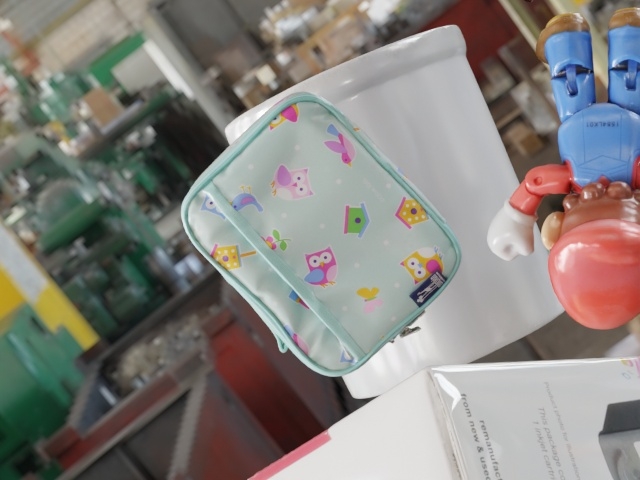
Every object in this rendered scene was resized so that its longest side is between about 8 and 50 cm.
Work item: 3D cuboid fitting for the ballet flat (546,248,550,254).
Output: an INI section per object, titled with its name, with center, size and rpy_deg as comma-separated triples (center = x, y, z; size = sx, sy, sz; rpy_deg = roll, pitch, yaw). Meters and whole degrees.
[ballet flat]
center = 0.304, 0.022, 2.119
size = 0.114, 0.041, 0.041
rpy_deg = 18, 49, 39

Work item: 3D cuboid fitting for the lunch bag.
[lunch bag]
center = 0.000, 0.000, 1.546
size = 0.224, 0.279, 0.108
rpy_deg = -43, 6, -1

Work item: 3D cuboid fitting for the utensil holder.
[utensil holder]
center = 0.100, -0.032, 1.852
size = 0.328, 0.385, 0.327
rpy_deg = -23, 0, 0

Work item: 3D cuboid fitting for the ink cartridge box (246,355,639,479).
[ink cartridge box]
center = 0.135, 0.169, 0.923
size = 0.306, 0.131, 0.226
rpy_deg = 0, -26, -37

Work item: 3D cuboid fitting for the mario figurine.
[mario figurine]
center = 0.287, -0.064, 1.493
size = 0.198, 0.170, 0.320
rpy_deg = -15, 66, 49
